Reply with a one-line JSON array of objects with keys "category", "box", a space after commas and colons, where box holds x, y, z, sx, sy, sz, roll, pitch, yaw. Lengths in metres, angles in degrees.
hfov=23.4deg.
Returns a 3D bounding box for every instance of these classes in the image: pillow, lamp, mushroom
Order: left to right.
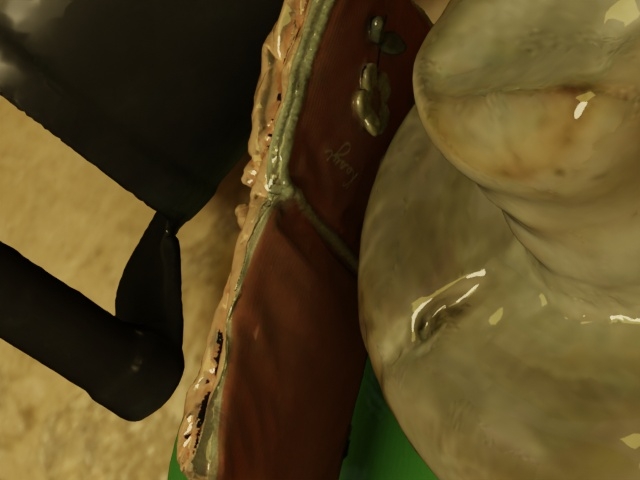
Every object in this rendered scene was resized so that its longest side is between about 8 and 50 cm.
[{"category": "lamp", "box": [-0.065, -0.151, 0.705, 0.272, 0.205, 0.374, -39, 37, 19]}, {"category": "pillow", "box": [0.000, 0.000, 0.608, 0.043, 0.126, 0.232, 6, 75, 26]}, {"category": "mushroom", "box": [0.104, -0.011, 0.514, 0.243, 0.243, 0.243, -16, 62, 31]}]

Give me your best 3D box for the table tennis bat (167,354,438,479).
[{"category": "table tennis bat", "box": [0.006, 0.059, 0.683, 0.160, 0.039, 0.257, -1, 73, 31]}]
